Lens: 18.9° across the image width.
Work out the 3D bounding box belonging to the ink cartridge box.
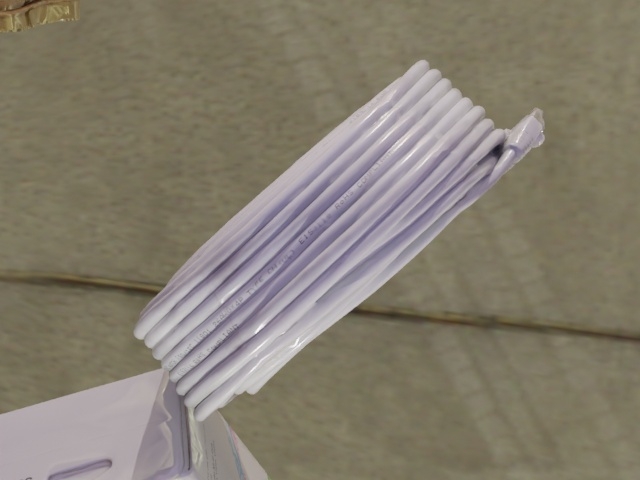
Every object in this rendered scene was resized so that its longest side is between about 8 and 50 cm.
[{"bbox_3d":[-0.122,0.187,1.310,0.154,0.093,0.212,-18,144,11],"label":"ink cartridge box"}]

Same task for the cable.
[{"bbox_3d":[0.000,0.000,1.171,0.089,0.257,0.257,49,35,1],"label":"cable"}]

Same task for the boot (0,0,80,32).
[{"bbox_3d":[-0.261,-0.298,1.477,0.089,0.236,0.269,1,101,15],"label":"boot"}]
